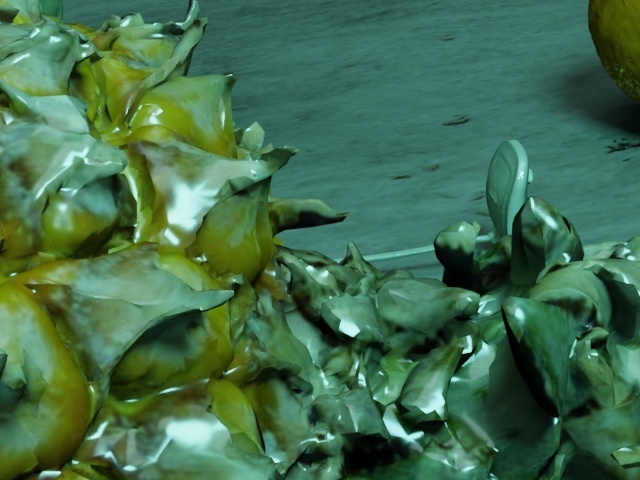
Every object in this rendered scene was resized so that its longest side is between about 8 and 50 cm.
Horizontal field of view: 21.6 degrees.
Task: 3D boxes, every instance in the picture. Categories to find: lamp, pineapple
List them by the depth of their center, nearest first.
[{"bbox_3d":[0.034,0.063,0.434,0.271,0.263,0.262,5,24,1],"label":"pineapple"},{"bbox_3d":[0.000,0.000,0.768,0.198,0.056,0.050,-11,26,1],"label":"lamp"}]

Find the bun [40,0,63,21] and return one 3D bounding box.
[{"bbox_3d":[-0.240,-0.064,0.853,0.283,0.179,0.283,-26,18,9],"label":"bun"}]

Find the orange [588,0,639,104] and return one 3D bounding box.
[{"bbox_3d":[0.213,-0.118,0.891,0.135,0.118,0.135,-27,24,13],"label":"orange"}]
